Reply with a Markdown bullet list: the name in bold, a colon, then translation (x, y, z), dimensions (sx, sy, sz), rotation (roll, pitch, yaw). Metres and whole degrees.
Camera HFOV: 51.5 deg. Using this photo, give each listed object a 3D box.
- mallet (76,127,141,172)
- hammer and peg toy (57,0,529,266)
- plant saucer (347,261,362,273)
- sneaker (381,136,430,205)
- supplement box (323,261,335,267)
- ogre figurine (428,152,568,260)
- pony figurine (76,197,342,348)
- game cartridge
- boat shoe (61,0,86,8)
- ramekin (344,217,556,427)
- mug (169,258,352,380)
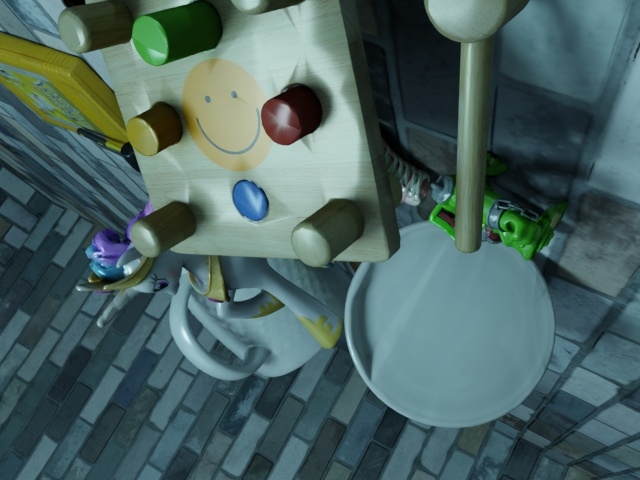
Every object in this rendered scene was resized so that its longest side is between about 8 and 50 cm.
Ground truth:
- **mallet**: translation (-0.407, -0.182, 1.304), dimensions (0.190, 0.039, 0.062), rotation (22, 161, 35)
- **hammer and peg toy**: translation (-0.025, -0.095, 0.515), dimensions (0.362, 0.127, 0.265), rotation (3, 116, 34)
- **plant saucer**: translation (0.178, 0.080, 1.132), dimensions (0.311, 0.050, 0.310), rotation (34, 162, 13)
- **sneaker**: translation (0.093, -0.083, 0.795), dimensions (0.070, 0.050, 0.134), rotation (19, 166, 31)
- **supplement box**: translation (0.000, 0.000, 1.196), dimensions (0.056, 0.083, 0.083), rotation (35, 166, -23)
- **ogre figurine**: translation (0.181, -0.030, 0.689), dimensions (0.118, 0.096, 0.197), rotation (30, -149, 20)
- **pony figurine**: translation (-0.092, -0.040, 0.834), dimensions (0.364, 0.350, 0.303), rotation (17, -177, -42)
- **game cartridge**: translation (-0.497, -0.279, 1.277), dimensions (0.324, 0.052, 0.285), rotation (23, 165, 27)
- **boat shoe**: translation (-0.179, -0.256, 0.628), dimensions (0.095, 0.095, 0.258), rotation (39, 163, -32)
- **ramekin**: translation (0.167, 0.108, 0.907), dimensions (0.273, 0.272, 0.127), rotation (29, 177, 3)
- **mug**: translation (-0.154, 0.095, 1.278), dimensions (0.276, 0.374, 0.328), rotation (-26, 119, 38)
